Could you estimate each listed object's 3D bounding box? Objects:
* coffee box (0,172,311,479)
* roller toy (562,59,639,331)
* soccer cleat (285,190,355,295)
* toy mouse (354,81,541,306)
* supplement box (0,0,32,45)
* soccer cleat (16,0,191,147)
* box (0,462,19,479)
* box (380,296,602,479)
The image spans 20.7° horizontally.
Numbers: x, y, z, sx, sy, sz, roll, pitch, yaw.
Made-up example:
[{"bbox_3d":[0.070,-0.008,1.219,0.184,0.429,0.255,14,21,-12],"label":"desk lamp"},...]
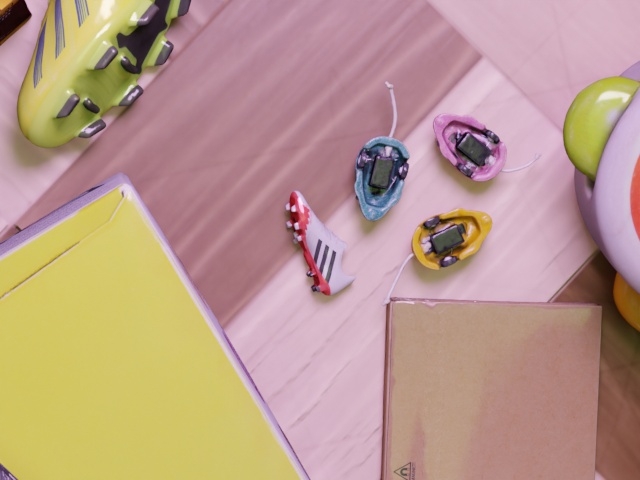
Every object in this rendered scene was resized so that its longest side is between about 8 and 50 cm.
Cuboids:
[{"bbox_3d":[-0.183,0.186,1.128,0.338,0.334,0.338,-31,96,-5],"label":"coffee box"},{"bbox_3d":[0.285,-0.043,1.270,0.191,0.146,0.209,-21,101,3],"label":"roller toy"},{"bbox_3d":[0.000,0.000,1.297,0.035,0.029,0.083,-22,99,-14],"label":"soccer cleat"},{"bbox_3d":[0.078,-0.053,1.301,0.161,0.031,0.143,-30,96,-5],"label":"toy mouse"},{"bbox_3d":[-0.307,-0.143,1.166,0.191,0.194,0.129,-42,97,-3],"label":"supplement box"},{"bbox_3d":[-0.150,-0.204,1.248,0.121,0.093,0.289,28,92,16],"label":"soccer cleat"},{"bbox_3d":[-0.156,0.304,0.930,0.307,0.076,0.242,44,89,-6],"label":"box"},{"bbox_3d":[0.129,0.146,1.322,0.164,0.021,0.201,2,92,-7],"label":"box"}]
